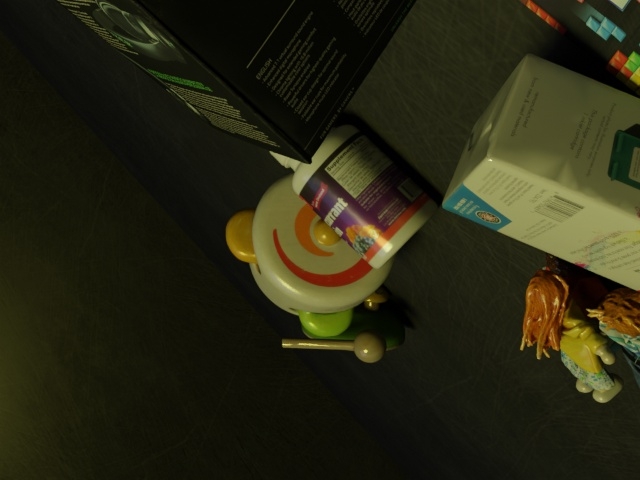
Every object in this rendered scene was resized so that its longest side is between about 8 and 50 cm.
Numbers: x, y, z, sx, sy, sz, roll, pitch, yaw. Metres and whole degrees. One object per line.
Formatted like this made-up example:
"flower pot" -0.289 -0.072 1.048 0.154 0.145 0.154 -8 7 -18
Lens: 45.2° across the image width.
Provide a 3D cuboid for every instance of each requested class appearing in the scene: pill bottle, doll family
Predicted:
"pill bottle" 0.035 -0.068 0.914 0.193 0.108 0.108 44 165 5
"doll family" 0.270 0.091 0.684 0.263 0.118 0.163 24 153 56

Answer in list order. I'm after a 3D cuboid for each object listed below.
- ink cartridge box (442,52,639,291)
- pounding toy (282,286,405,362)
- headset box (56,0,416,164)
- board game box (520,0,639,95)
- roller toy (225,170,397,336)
"ink cartridge box" 0.213 -0.025 0.519 0.231 0.078 0.134 23 169 1
"pounding toy" 0.054 0.114 1.310 0.183 0.110 0.237 9 -168 15
"headset box" -0.060 -0.223 0.381 0.283 0.246 0.131 37 173 -41
"board game box" 0.172 -0.169 0.410 0.141 0.048 0.170 41 164 10
"roller toy" 0.000 0.000 1.020 0.209 0.191 0.146 42 165 3
